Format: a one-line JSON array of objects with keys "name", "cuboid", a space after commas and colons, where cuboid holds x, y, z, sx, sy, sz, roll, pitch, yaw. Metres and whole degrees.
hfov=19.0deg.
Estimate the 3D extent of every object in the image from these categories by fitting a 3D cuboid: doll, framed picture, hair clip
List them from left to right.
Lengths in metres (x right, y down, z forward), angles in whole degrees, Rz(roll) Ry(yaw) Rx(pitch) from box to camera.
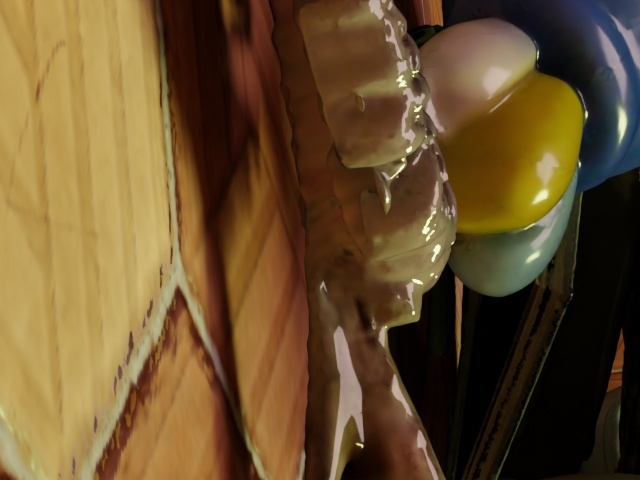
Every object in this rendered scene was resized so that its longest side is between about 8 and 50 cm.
[{"name": "hair clip", "cuboid": [0.008, 0.001, 0.595, 0.173, 0.069, 0.300, 95, -9, -80]}, {"name": "framed picture", "cuboid": [0.100, 0.024, 1.007, 0.293, 0.018, 0.231, 103, -1, -51]}, {"name": "doll", "cuboid": [0.095, -0.164, 0.809, 0.187, 0.376, 0.365, -9, -92, 54]}]

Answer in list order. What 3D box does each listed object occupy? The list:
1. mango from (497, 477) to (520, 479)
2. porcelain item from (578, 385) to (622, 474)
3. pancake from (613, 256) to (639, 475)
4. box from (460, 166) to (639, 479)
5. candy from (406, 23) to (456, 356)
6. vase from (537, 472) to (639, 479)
[{"name": "mango", "cuboid": [0.126, 0.226, 1.133, 0.119, 0.100, 0.178, -49, 126, -76]}, {"name": "porcelain item", "cuboid": [0.263, 0.240, 1.540, 0.405, 0.178, 0.242, 104, -17, -69]}, {"name": "pancake", "cuboid": [0.219, 0.132, 1.180, 0.305, 0.067, 0.426, -90, -177, -70]}, {"name": "box", "cuboid": [0.155, -0.038, 1.282, 0.350, 0.091, 0.359, 97, -3, -51]}, {"name": "candy", "cuboid": [0.067, -0.006, 1.040, 0.323, 0.097, 0.097, 83, 5, -63]}, {"name": "vase", "cuboid": [0.187, 0.224, 0.854, 0.329, 0.302, 0.241, 58, 26, -73]}]
